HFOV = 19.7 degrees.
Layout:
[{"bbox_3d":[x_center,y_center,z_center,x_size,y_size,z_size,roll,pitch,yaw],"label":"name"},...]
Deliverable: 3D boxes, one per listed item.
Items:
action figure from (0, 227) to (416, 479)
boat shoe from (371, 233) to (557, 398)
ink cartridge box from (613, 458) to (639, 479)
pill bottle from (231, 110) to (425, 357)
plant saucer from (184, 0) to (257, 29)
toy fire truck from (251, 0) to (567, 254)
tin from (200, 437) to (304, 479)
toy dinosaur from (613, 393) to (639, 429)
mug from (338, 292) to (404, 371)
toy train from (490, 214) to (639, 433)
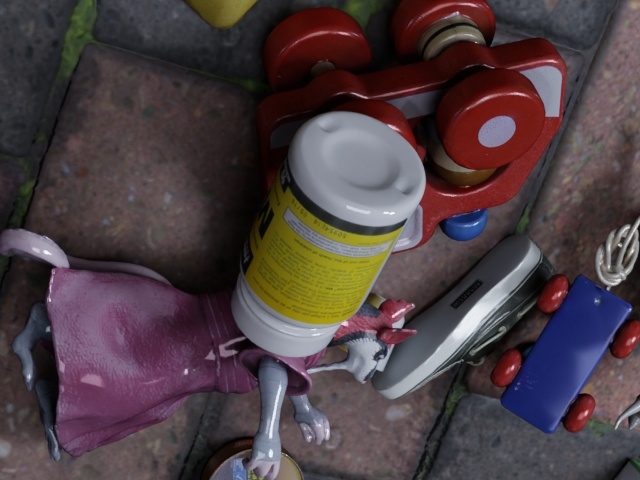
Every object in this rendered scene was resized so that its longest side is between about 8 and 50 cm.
[{"bbox_3d":[-0.094,0.088,1.736,0.370,0.248,0.276,-14,88,-5],"label":"action figure"},{"bbox_3d":[0.149,0.091,1.857,0.219,0.078,0.070,-42,117,0],"label":"boat shoe"},{"bbox_3d":[0.420,0.350,2.003,0.219,0.160,0.092,31,100,-27],"label":"ink cartridge box"},{"bbox_3d":[0.000,0.000,1.574,0.119,0.119,0.208,7,137,-20],"label":"pill bottle"},{"bbox_3d":[-0.078,-0.391,1.587,0.333,0.081,0.333,-47,117,5],"label":"plant saucer"},{"bbox_3d":[0.079,-0.086,1.734,0.302,0.169,0.254,-13,139,-11],"label":"toy fire truck"},{"bbox_3d":[-0.069,0.290,1.893,0.106,0.040,0.190,-5,113,-11],"label":"tin"},{"bbox_3d":[0.378,0.045,1.857,0.121,0.160,0.313,8,114,15],"label":"toy dinosaur"},{"bbox_3d":[0.046,0.085,1.833,0.078,0.062,0.064,30,92,-34],"label":"mug"},{"bbox_3d":[0.272,0.069,1.855,0.105,0.143,0.248,32,96,5],"label":"toy train"}]
